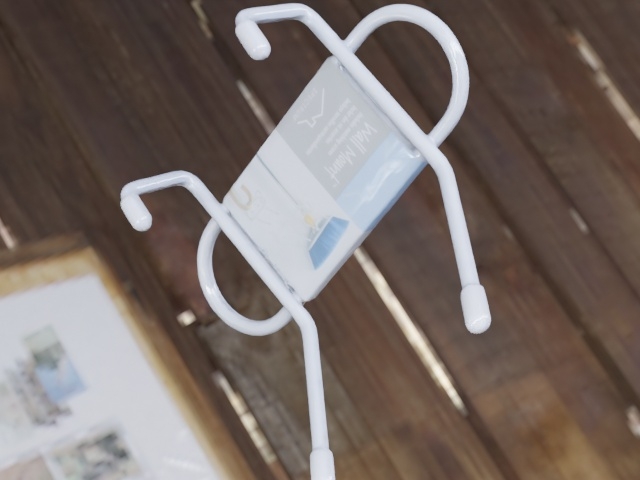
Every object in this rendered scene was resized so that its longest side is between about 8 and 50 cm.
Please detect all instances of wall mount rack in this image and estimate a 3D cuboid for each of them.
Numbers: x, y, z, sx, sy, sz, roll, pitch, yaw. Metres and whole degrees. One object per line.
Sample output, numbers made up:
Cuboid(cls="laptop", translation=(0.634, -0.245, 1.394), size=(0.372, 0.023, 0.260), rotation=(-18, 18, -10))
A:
Cuboid(cls="wall mount rack", translation=(0.000, 0.000, 1.177), size=(0.130, 0.304, 0.350), rotation=(-20, 155, -50))
